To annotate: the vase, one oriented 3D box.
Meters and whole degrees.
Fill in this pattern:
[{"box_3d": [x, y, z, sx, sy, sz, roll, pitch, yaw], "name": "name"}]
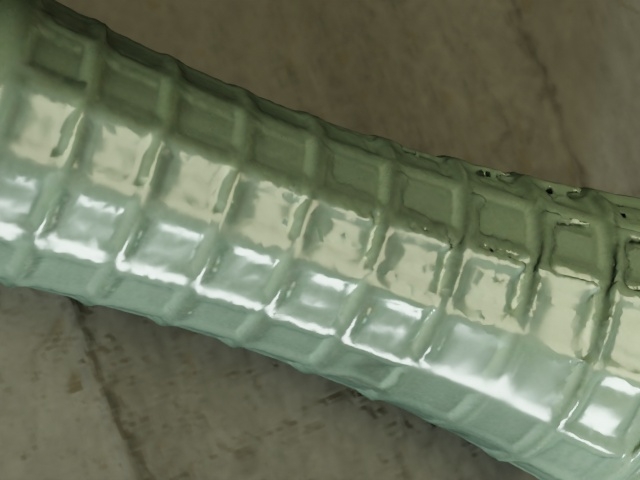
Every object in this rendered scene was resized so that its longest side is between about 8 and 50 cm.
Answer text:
[{"box_3d": [0.000, 0.000, 0.602, 0.299, 0.143, 0.143, 19, 76, -17], "name": "vase"}]
